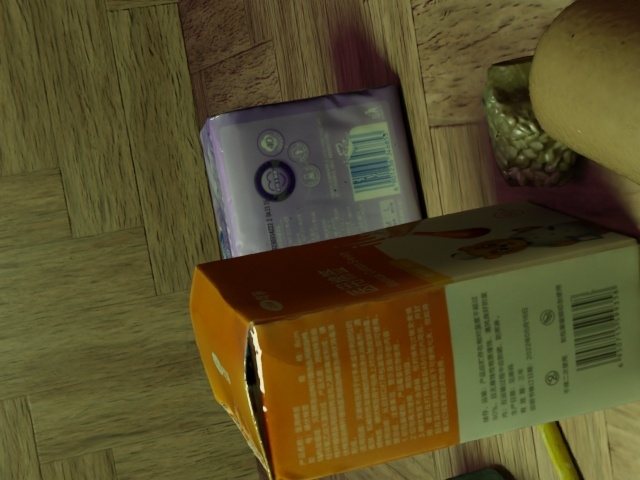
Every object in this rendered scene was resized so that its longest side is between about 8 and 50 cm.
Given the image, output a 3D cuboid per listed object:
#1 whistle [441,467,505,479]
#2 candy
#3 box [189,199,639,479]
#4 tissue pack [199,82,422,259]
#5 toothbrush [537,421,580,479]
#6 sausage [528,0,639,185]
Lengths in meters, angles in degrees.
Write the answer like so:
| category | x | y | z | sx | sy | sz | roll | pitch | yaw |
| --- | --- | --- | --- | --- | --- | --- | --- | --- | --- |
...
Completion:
| category | x | y | z | sx | sy | sz | roll | pitch | yaw |
| --- | --- | --- | --- | --- | --- | --- | --- | --- | --- |
| whistle | 0.148 | 0.426 | 1.368 | 0.188 | 0.168 | 0.405 | -122 | 21 | -56 |
| candy | 0.184 | -0.102 | 1.035 | 0.110 | 0.085 | 0.095 | 81 | 179 | -54 |
| box | 0.076 | 0.076 | 1.030 | 0.225 | 0.341 | 0.143 | -148 | 50 | -70 |
| tissue pack | 0.000 | 0.000 | 1.464 | 0.160 | 0.242 | 0.338 | 167 | 93 | -77 |
| toothbrush | 0.253 | 0.267 | 1.131 | 0.024 | 0.021 | 0.288 | 114 | 144 | -49 |
| sausage | 0.229 | -0.091 | 0.772 | 0.253 | 0.123 | 0.123 | -134 | 36 | -63 |
